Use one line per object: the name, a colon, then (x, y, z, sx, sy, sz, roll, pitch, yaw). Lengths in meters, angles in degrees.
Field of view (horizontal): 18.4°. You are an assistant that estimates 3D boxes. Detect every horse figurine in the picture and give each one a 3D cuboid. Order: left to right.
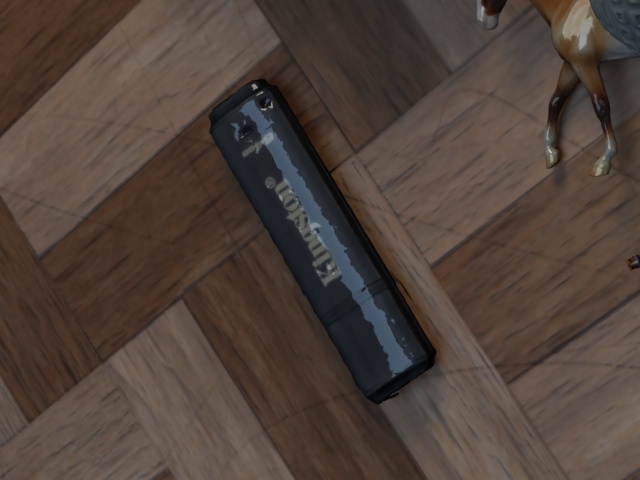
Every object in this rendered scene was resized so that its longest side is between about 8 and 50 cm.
horse figurine: (0.237, -0.135, 1.418, 0.263, 0.066, 0.175, 1, 105, 32)

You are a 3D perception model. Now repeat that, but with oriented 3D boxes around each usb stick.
usb stick: (0.000, 0.000, 1.600, 0.077, 0.045, 0.278, -36, 80, 32)

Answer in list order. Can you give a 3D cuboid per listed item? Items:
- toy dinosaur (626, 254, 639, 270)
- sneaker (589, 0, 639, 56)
toy dinosaur: (0.266, 0.018, 1.445, 0.090, 0.047, 0.082, 57, 140, -2)
sneaker: (0.326, -0.184, 1.312, 0.297, 0.129, 0.111, -4, 134, 20)
